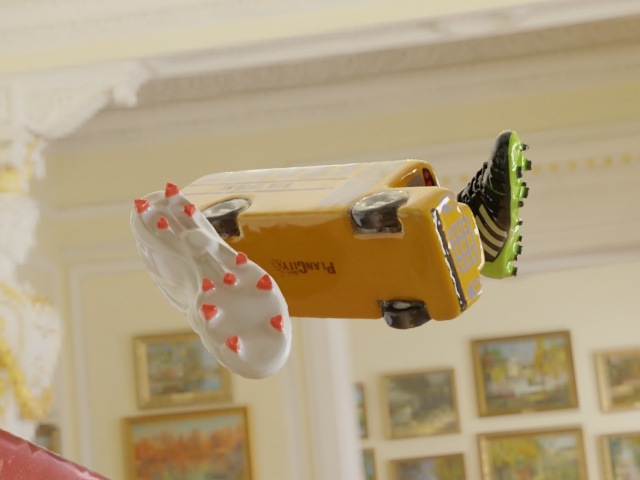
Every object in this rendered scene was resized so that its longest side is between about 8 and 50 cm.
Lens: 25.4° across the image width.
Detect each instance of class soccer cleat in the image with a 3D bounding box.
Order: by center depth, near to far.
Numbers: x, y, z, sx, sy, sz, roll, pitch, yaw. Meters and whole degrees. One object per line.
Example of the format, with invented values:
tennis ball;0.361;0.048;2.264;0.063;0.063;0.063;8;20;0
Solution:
soccer cleat;-0.078;0.037;1.034;0.068;0.196;0.076;-25;-39;-20
soccer cleat;0.144;-0.028;1.244;0.072;0.060;0.179;10;-38;10

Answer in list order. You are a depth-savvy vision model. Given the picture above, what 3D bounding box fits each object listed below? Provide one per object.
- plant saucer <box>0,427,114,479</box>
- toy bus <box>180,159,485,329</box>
plant saucer;-0.264;0.239;1.004;0.259;0.047;0.258;32;-63;-32
toy bus;0.000;0.000;1.260;0.333;0.108;0.130;-2;25;40
